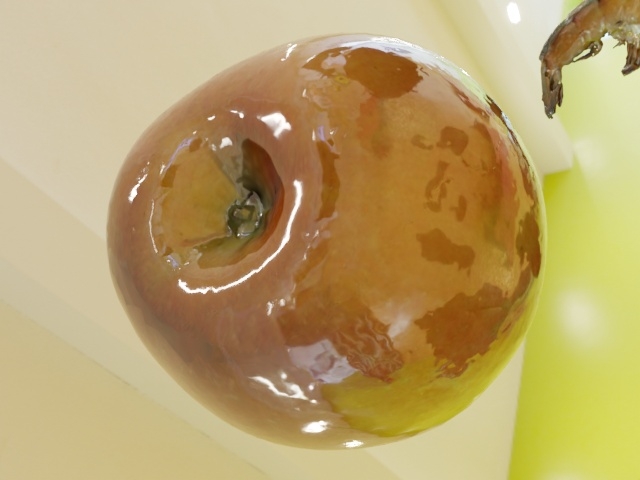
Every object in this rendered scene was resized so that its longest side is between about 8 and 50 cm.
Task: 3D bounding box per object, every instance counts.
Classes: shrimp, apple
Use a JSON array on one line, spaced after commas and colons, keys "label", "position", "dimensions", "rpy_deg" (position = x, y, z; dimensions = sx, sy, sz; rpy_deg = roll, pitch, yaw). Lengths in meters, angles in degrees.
[{"label": "shrimp", "position": [0.293, -0.145, 0.696], "dimensions": [0.195, 0.148, 0.035], "rpy_deg": [46, -152, -17]}, {"label": "apple", "position": [0.000, 0.000, 0.424], "dimensions": [0.253, 0.253, 0.253], "rpy_deg": [18, -112, -50]}]
